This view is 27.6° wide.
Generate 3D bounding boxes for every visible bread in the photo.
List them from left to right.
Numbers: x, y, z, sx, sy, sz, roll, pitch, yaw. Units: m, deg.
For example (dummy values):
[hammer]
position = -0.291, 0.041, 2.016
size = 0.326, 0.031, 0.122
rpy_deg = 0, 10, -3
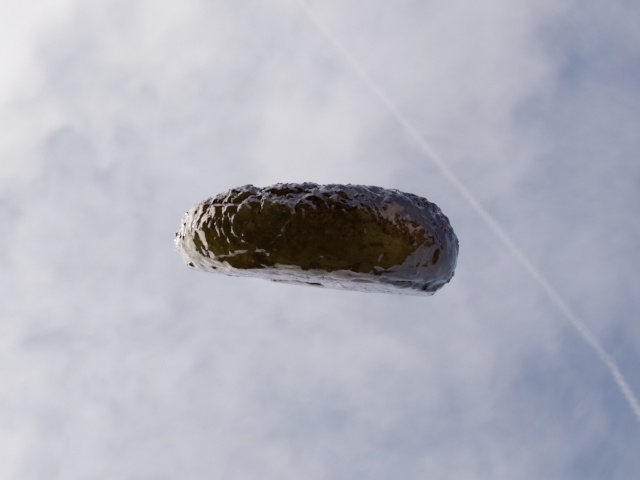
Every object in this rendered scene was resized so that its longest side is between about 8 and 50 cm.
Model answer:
[bread]
position = 0.000, 0.000, 0.835
size = 0.193, 0.193, 0.064
rpy_deg = 1, -97, 19
